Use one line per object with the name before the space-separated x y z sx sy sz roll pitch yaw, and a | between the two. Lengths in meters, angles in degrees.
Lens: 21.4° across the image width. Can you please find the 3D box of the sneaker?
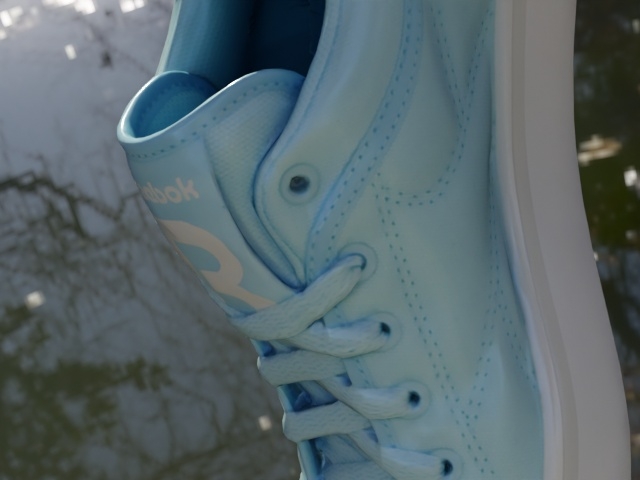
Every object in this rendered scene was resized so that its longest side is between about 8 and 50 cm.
sneaker | 0.000 0.000 0.550 0.150 0.365 0.135 -8 4 -33
